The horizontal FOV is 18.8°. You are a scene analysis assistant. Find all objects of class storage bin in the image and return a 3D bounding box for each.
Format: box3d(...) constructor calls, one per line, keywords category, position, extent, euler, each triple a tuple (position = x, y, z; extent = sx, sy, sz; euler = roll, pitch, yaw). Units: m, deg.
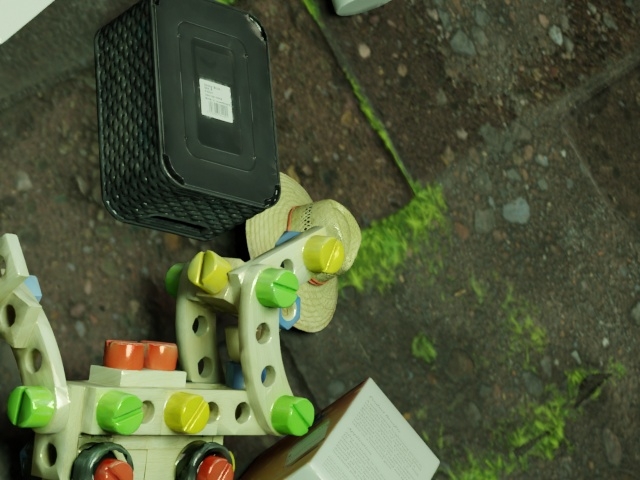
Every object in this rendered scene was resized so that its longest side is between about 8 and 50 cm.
box3d(category="storage bin", position=(-0.109, -0.103, 1.579), extent=(0.122, 0.084, 0.180), euler=(14, 60, -40))

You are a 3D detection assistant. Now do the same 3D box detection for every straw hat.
box3d(category="straw hat", position=(0.000, 0.000, 1.626), extent=(0.144, 0.061, 0.144), euler=(38, 43, -45))

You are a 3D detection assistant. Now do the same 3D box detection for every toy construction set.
box3d(category="toy construction set", position=(-0.132, 0.082, 1.415), extent=(0.328, 0.151, 0.215), euler=(6, 90, -34))

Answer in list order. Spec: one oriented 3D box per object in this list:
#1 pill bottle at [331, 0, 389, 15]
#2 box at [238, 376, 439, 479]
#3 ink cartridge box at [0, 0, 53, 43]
box3d(category="pill bottle", position=(0.019, -0.290, 1.794), extent=(0.086, 0.086, 0.152), euler=(-11, 79, -46))
box3d(category="box", position=(-0.003, 0.199, 1.458), extent=(0.091, 0.130, 0.170), euler=(51, 23, -4))
box3d(category="ink cartridge box", position=(-0.261, -0.161, 1.421), extent=(0.056, 0.135, 0.099), euler=(52, 44, -12))
